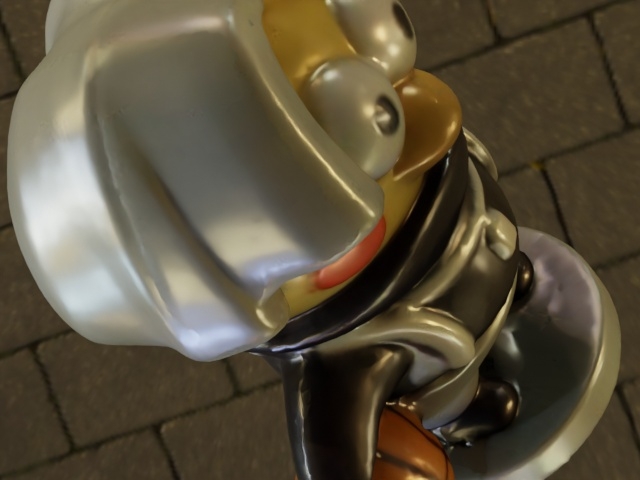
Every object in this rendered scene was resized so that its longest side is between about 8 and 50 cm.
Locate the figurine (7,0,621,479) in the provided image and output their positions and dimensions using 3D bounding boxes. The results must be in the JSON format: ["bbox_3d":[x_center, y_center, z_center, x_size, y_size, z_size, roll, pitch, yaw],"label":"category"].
[{"bbox_3d":[0.000,0.000,0.440,0.133,0.176,0.236,-13,139,29],"label":"figurine"}]
